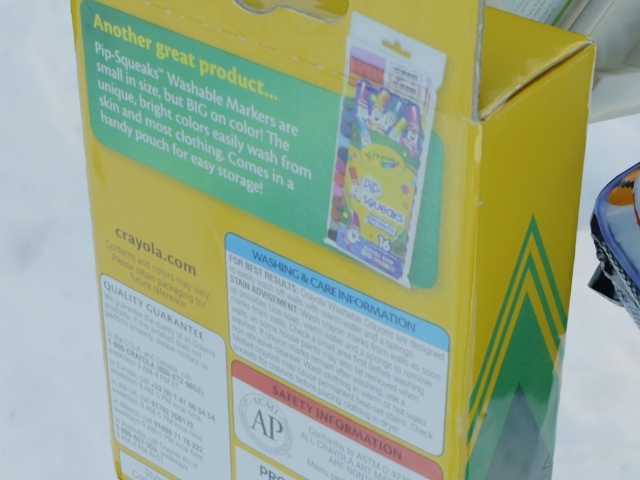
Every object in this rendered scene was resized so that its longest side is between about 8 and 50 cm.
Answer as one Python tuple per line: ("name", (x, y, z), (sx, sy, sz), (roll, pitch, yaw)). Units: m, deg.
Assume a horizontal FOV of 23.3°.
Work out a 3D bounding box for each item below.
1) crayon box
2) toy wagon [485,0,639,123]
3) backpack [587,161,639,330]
("crayon box", (0.000, 0.000, 0.645), (0.203, 0.323, 0.083), (24, 41, 32))
("toy wagon", (0.114, -0.217, 0.799), (0.344, 0.068, 0.267), (42, 80, -35))
("backpack", (0.255, 0.033, 0.566), (0.276, 0.213, 0.263), (-35, 68, 17))
